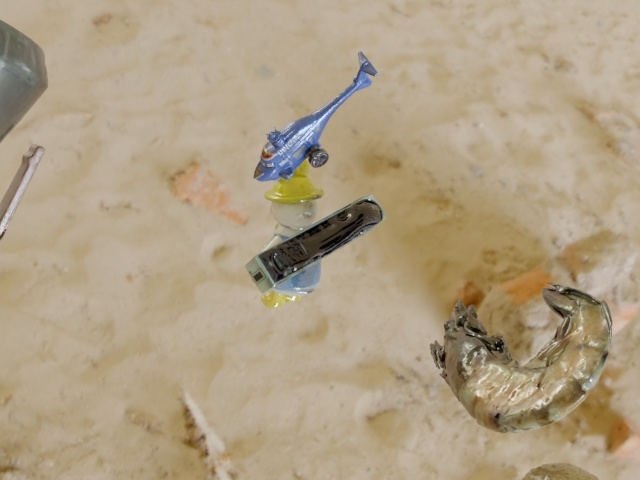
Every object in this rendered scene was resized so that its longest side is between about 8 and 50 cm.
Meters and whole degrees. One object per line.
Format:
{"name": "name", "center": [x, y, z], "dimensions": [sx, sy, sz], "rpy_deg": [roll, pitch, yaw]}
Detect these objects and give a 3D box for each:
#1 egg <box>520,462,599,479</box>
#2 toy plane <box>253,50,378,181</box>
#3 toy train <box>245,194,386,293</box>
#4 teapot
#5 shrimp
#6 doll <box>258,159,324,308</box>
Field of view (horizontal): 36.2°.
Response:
{"name": "egg", "center": [0.300, 0.333, 1.197], "dimensions": [0.140, 0.118, 0.116], "rpy_deg": [36, 16, 11]}
{"name": "toy plane", "center": [-0.008, -0.117, 0.983], "dimensions": [0.062, 0.167, 0.054], "rpy_deg": [33, 19, -53]}
{"name": "toy train", "center": [0.000, 0.000, 1.192], "dimensions": [0.207, 0.047, 0.043], "rpy_deg": [-30, 85, -37]}
{"name": "teapot", "center": [-0.521, -0.140, 1.308], "dimensions": [0.300, 0.344, 0.253], "rpy_deg": [29, -4, -39]}
{"name": "shrimp", "center": [0.271, 0.137, 1.332], "dimensions": [0.071, 0.233, 0.365], "rpy_deg": [49, 5, -19]}
{"name": "doll", "center": [-0.043, -0.007, 1.519], "dimensions": [0.135, 0.241, 0.099], "rpy_deg": [-2, 21, -13]}
